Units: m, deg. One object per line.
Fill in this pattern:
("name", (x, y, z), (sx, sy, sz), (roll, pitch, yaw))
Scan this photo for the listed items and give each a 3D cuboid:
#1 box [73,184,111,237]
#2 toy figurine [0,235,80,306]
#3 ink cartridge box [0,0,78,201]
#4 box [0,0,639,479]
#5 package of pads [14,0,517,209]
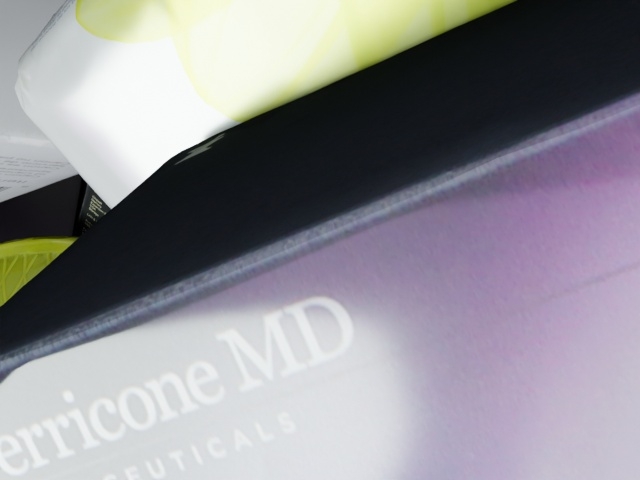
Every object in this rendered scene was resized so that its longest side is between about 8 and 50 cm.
("box", (0.000, 0.000, 0.746), (0.180, 0.077, 0.147), (37, 144, 10))
("toy figurine", (-0.239, 0.126, 0.765), (0.363, 0.217, 0.191), (-7, 108, 27))
("ink cartridge box", (-0.233, -0.078, 0.733), (0.306, 0.226, 0.131), (-11, 77, 57))
("box", (0.113, 0.082, 0.436), (0.296, 0.183, 0.294), (-23, 101, 25))
("package of pads", (0.078, -0.021, 0.566), (0.296, 0.101, 0.229), (47, 119, -2))
